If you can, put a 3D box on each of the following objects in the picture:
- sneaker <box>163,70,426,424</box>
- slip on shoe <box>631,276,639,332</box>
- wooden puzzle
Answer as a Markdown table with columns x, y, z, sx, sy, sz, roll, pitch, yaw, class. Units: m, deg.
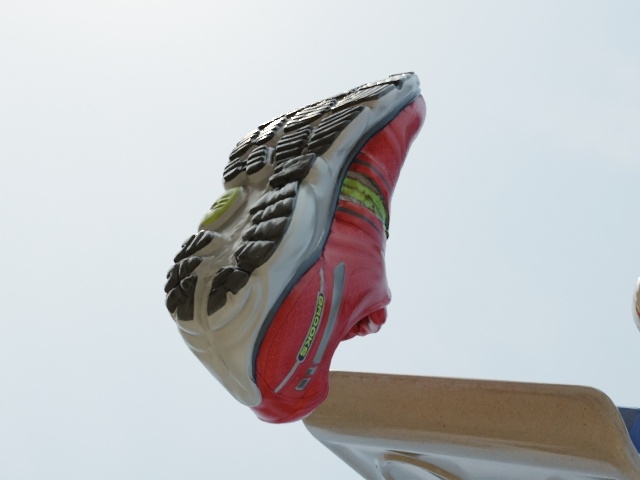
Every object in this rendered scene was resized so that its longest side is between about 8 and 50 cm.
| x | y | z | sx | sy | sz | roll | pitch | yaw | class |
| --- | --- | --- | --- | --- | --- | --- | --- | --- | --- |
| 0.000 | 0.000 | 0.856 | 0.107 | 0.118 | 0.279 | -15 | -153 | 34 | sneaker |
| 0.355 | 0.016 | 0.891 | 0.331 | 0.101 | 0.123 | -5 | -142 | 11 | slip on shoe |
| 0.188 | 0.201 | 1.055 | 0.322 | 0.348 | 0.080 | -4 | -135 | 54 | wooden puzzle |
